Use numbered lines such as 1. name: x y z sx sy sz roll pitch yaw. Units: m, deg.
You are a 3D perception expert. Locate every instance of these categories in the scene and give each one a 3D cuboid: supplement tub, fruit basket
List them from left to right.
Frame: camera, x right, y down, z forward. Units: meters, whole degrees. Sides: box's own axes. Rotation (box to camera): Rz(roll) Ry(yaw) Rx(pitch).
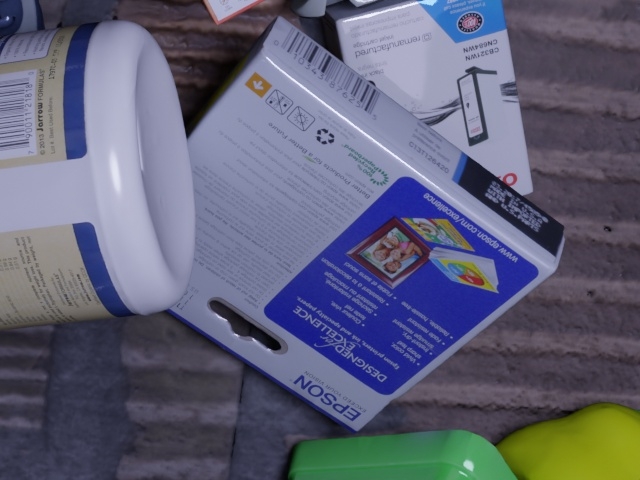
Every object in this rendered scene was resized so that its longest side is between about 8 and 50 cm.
1. supplement tub: -0.272 -0.040 1.291 0.316 0.228 0.228 -7 112 7
2. fruit basket: 0.169 0.298 1.588 0.392 0.283 0.392 11 74 -45

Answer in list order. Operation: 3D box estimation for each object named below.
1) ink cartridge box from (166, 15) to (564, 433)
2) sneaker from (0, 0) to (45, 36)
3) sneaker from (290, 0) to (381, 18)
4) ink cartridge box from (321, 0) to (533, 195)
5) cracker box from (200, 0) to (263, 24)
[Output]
1. ink cartridge box: 0.000 0.000 1.441 0.303 0.072 0.307 35 135 -12
2. sneaker: -0.298 -0.242 1.307 0.112 0.131 0.319 -21 113 -4
3. sneaker: 0.115 -0.304 1.384 0.330 0.122 0.146 -20 115 -6
4. ink cartridge box: 0.094 -0.125 1.465 0.148 0.086 0.203 -16 113 -6
5. cracker box: -0.118 -0.298 1.315 0.067 0.156 0.232 -27 113 -1
